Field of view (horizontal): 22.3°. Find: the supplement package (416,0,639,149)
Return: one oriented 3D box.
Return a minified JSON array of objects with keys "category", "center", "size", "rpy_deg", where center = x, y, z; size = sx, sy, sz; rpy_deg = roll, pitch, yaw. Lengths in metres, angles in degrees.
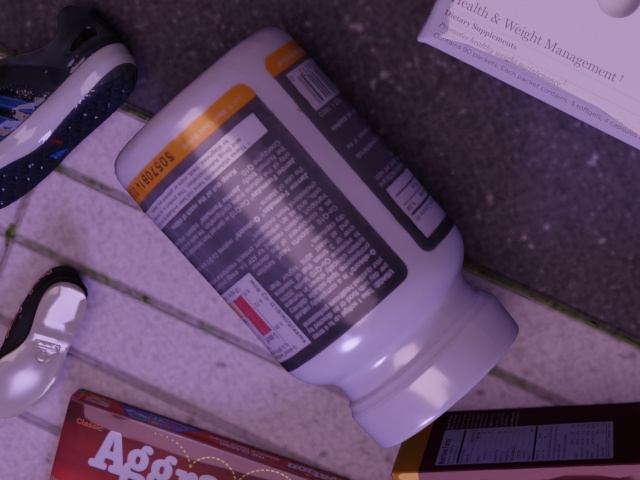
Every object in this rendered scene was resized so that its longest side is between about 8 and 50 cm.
[{"category":"supplement package","center":[0.200,-0.188,1.068],"size":[0.194,0.149,0.203],"rpy_deg":[26,107,4]}]

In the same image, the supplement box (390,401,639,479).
[{"category":"supplement box","center":[0.161,0.231,1.181],"size":[0.194,0.129,0.191],"rpy_deg":[-4,102,11]}]

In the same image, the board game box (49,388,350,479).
[{"category":"board game box","center":[-0.080,0.228,1.279],"size":[0.281,0.027,0.145],"rpy_deg":[18,104,6]}]

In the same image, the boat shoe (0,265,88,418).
[{"category":"boat shoe","center":[-0.221,0.080,1.265],"size":[0.049,0.042,0.133],"rpy_deg":[24,108,-22]}]

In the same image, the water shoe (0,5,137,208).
[{"category":"water shoe","center":[-0.226,-0.093,1.221],"size":[0.203,0.073,0.080],"rpy_deg":[-37,72,12]}]

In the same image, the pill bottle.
[{"category":"pill bottle","center":[0.000,0.000,1.141],"size":[0.162,0.162,0.278],"rpy_deg":[-40,93,16]}]
